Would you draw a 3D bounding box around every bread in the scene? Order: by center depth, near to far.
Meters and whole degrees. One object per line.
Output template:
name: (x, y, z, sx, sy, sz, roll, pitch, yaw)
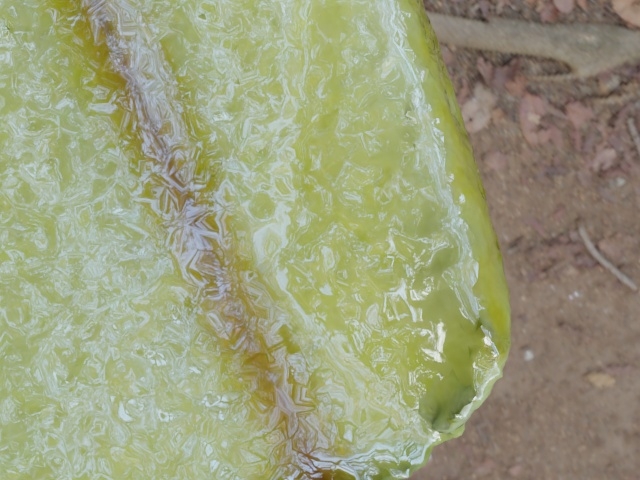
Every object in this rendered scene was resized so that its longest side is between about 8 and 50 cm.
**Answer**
bread: (-0.088, -0.091, 0.384, 0.233, 0.361, 0.245, -26, 142, 5)
